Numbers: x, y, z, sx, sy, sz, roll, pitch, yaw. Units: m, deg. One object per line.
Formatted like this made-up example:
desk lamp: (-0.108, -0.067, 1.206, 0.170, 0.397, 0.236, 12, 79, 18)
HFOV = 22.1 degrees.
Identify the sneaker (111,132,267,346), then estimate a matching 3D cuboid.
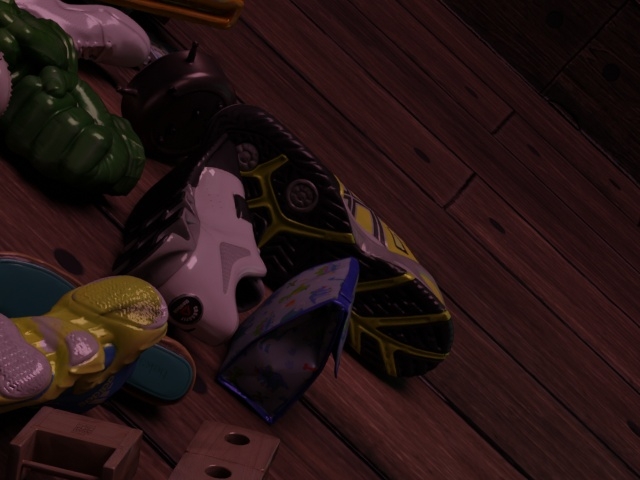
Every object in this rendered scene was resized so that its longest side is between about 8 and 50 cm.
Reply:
sneaker: (-0.120, 0.005, 1.710, 0.146, 0.122, 0.330, 46, 24, -17)

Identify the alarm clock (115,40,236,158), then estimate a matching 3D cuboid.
alarm clock: (-0.157, -0.145, 1.922, 0.064, 0.129, 0.192, 58, -2, 31)

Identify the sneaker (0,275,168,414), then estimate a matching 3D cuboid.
sneaker: (-0.234, 0.113, 1.324, 0.240, 0.126, 0.091, -15, 55, -31)

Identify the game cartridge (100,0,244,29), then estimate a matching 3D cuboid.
game cartridge: (-0.293, -0.398, 2.175, 0.285, 0.052, 0.324, 7, 29, -46)

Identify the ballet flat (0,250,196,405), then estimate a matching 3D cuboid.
ballet flat: (-0.217, 0.080, 1.454, 0.232, 0.080, 0.073, 35, -6, -26)

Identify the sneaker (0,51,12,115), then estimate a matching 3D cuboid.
sneaker: (-0.432, -0.234, 1.611, 0.293, 0.102, 0.146, 48, 22, 15)

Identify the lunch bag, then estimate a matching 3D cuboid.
lunch bag: (-0.018, 0.091, 1.651, 0.096, 0.151, 0.129, 39, 20, -8)

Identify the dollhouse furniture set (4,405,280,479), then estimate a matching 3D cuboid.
dollhouse furniture set: (-0.141, 0.211, 1.282, 0.184, 0.129, 0.129, 14, 19, 7)

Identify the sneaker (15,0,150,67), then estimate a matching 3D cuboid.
sneaker: (-0.295, -0.237, 1.932, 0.212, 0.080, 0.094, 21, 40, -31)

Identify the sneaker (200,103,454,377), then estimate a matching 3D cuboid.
sneaker: (0.000, 0.000, 1.923, 0.384, 0.145, 0.147, 50, 10, -8)

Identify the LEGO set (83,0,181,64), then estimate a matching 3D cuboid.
LEGO set: (-0.250, -0.316, 2.176, 0.244, 0.060, 0.182, 52, 19, 29)

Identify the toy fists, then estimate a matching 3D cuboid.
toy fists: (-0.295, -0.160, 1.728, 0.142, 0.096, 0.279, 8, 41, -55)
